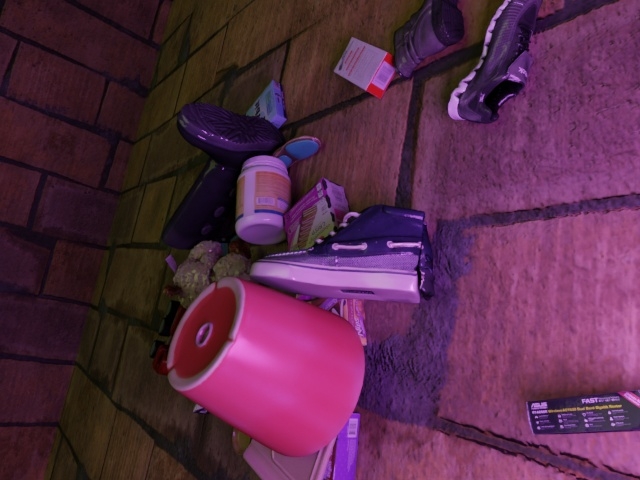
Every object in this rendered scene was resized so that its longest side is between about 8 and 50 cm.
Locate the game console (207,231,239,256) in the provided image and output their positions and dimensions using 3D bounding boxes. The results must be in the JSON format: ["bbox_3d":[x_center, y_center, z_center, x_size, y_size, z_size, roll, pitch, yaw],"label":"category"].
[{"bbox_3d":[-0.286,0.023,1.365,0.071,0.107,0.122,108,156,-53],"label":"game console"}]

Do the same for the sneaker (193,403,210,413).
[{"bbox_3d":[-0.297,0.412,1.220,0.162,0.063,0.073,-39,44,36],"label":"sneaker"}]

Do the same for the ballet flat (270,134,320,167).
[{"bbox_3d":[-0.074,-0.245,1.209,0.206,0.073,0.067,-20,46,43],"label":"ballet flat"}]

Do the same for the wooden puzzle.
[{"bbox_3d":[-0.041,0.342,0.847,0.221,0.044,0.238,12,76,54],"label":"wooden puzzle"}]

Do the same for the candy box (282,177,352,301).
[{"bbox_3d":[0.000,0.000,1.005,0.159,0.071,0.233,-41,47,34],"label":"candy box"}]

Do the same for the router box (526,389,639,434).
[{"bbox_3d":[0.313,0.195,0.506,0.122,0.092,0.038,-27,55,43],"label":"router box"}]

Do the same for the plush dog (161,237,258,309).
[{"bbox_3d":[-0.271,0.108,1.211,0.225,0.210,0.262,-13,81,17],"label":"plush dog"}]

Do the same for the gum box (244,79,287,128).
[{"bbox_3d":[-0.181,-0.385,1.423,0.184,0.041,0.157,-38,49,38],"label":"gum box"}]

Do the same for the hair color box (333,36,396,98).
[{"bbox_3d":[0.106,-0.405,1.056,0.093,0.053,0.167,-59,40,19],"label":"hair color box"}]

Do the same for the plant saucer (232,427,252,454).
[{"bbox_3d":[-0.185,0.471,1.090,0.083,0.015,0.083,-26,56,45],"label":"plant saucer"}]

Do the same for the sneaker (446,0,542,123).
[{"bbox_3d":[0.307,-0.292,0.736,0.106,0.078,0.234,48,117,46],"label":"sneaker"}]

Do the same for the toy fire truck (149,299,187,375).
[{"bbox_3d":[-0.388,0.321,1.328,0.217,0.159,0.246,-65,27,8],"label":"toy fire truck"}]

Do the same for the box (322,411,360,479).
[{"bbox_3d":[-0.026,0.464,0.854,0.201,0.057,0.293,-12,65,49],"label":"box"}]

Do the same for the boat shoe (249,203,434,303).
[{"bbox_3d":[0.041,0.019,0.832,0.341,0.127,0.158,4,70,17],"label":"boat shoe"}]

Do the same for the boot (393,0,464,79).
[{"bbox_3d":[0.211,-0.472,0.933,0.161,0.083,0.246,-17,61,54],"label":"boot"}]

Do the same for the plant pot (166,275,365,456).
[{"bbox_3d":[-0.104,0.201,0.773,0.275,0.243,0.275,-32,39,30],"label":"plant pot"}]

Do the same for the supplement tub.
[{"bbox_3d":[-0.146,-0.104,1.174,0.144,0.144,0.199,-28,54,43],"label":"supplement tub"}]

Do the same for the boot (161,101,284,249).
[{"bbox_3d":[-0.341,-0.157,1.284,0.445,0.367,0.146,-46,70,26],"label":"boot"}]

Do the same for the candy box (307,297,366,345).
[{"bbox_3d":[0.011,0.176,0.934,0.187,0.053,0.109,-27,56,45],"label":"candy box"}]
